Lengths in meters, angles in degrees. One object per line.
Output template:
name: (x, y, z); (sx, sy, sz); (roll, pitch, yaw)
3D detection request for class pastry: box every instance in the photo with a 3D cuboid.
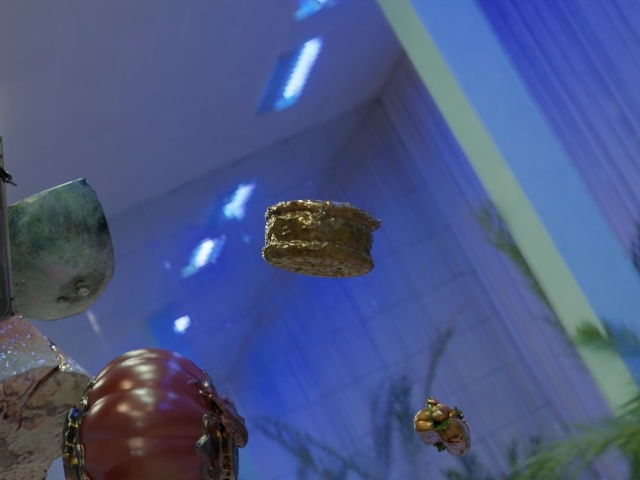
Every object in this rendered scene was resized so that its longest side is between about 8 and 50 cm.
pastry: (0.000, 0.000, 2.068); (0.189, 0.103, 0.189); (6, -12, 1)

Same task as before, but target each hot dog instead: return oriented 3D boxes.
hot dog: (0.161, 0.243, 1.690); (0.188, 0.072, 0.055); (60, -129, -73)

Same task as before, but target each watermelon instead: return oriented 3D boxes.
watermelon: (-0.428, 0.193, 1.699); (0.193, 0.310, 0.232); (1, -1, -37)
watermelon: (-0.475, 0.054, 2.205); (0.188, 0.175, 0.321); (-28, -29, -38)

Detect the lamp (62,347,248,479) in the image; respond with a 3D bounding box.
lamp: (-0.186, 0.236, 1.497); (0.227, 0.227, 0.227); (-27, -12, -6)

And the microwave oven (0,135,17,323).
microwave oven: (-0.443, -0.012, 1.438); (0.145, 0.194, 0.240); (-29, -44, -42)
